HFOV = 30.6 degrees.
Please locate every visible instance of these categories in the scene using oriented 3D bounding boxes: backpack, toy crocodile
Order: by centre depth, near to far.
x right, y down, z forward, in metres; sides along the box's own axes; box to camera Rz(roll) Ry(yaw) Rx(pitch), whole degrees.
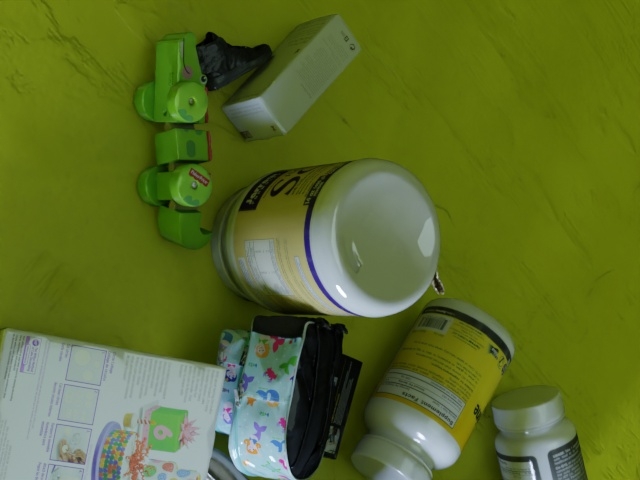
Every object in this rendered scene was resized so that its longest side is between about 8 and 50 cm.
[{"bbox_3d":[-0.216,-0.155,1.828,0.105,0.115,0.340,-3,92,-43],"label":"toy crocodile"},{"bbox_3d":[-0.067,0.251,1.842,0.225,0.191,0.253,29,62,-71],"label":"backpack"}]

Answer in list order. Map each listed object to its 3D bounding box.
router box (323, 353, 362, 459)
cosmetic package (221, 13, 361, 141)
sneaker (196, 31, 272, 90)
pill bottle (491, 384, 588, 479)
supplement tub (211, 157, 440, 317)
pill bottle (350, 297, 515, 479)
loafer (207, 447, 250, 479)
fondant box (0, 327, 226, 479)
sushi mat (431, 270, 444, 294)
[{"bbox_3d":[-0.010,0.272,2.009,0.133,0.046,0.178,27,72,-33],"label":"router box"},{"bbox_3d":[-0.048,-0.273,1.959,0.231,0.117,0.085,-50,116,-29],"label":"cosmetic package"},{"bbox_3d":[-0.158,-0.308,1.916,0.170,0.051,0.089,-37,115,-29],"label":"sneaker"},{"bbox_3d":[0.430,0.435,2.268,0.161,0.161,0.283,-20,101,-36],"label":"pill bottle"},{"bbox_3d":[0.000,0.000,1.848,0.241,0.331,0.241,2,87,-38],"label":"supplement tub"},{"bbox_3d":[0.195,0.282,2.077,0.188,0.188,0.334,47,63,-26],"label":"pill bottle"},{"bbox_3d":[-0.167,0.397,1.853,0.251,0.094,0.087,43,60,-28],"label":"loafer"},{"bbox_3d":[-0.322,0.271,1.691,0.330,0.096,0.238,13,80,-20],"label":"fondant box"},{"bbox_3d":[0.156,-0.012,2.008,0.019,0.316,0.151,-17,103,-3],"label":"sushi mat"}]
